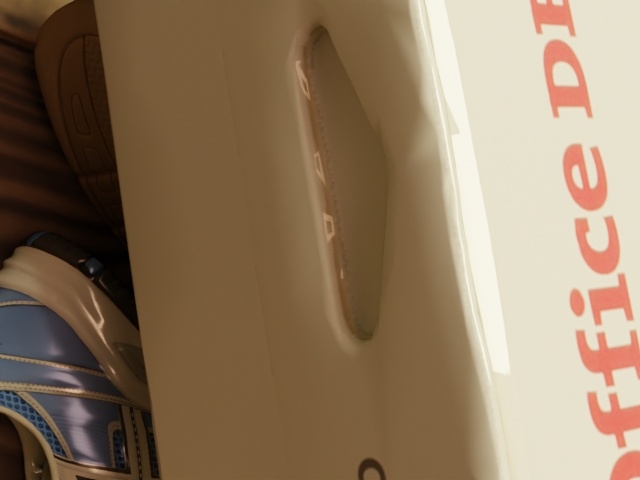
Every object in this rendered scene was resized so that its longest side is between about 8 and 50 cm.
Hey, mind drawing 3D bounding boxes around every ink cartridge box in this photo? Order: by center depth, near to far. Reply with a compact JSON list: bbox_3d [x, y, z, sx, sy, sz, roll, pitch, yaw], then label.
[{"bbox_3d":[0.125,-0.018,0.485,0.385,0.160,0.279,-3,79,-40],"label":"ink cartridge box"}]

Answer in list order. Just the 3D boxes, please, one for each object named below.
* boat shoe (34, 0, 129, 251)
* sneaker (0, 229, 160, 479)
[{"bbox_3d":[0.000,0.000,0.550,0.285,0.103,0.092,48,53,-18],"label":"boat shoe"},{"bbox_3d":[-0.067,0.097,0.518,0.081,0.080,0.211,-45,101,-19],"label":"sneaker"}]
